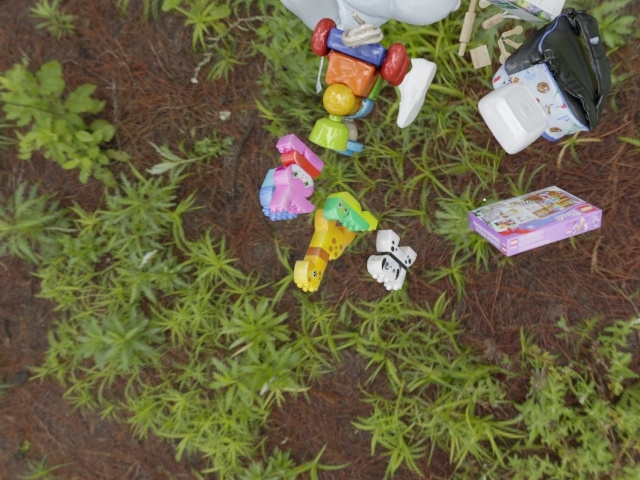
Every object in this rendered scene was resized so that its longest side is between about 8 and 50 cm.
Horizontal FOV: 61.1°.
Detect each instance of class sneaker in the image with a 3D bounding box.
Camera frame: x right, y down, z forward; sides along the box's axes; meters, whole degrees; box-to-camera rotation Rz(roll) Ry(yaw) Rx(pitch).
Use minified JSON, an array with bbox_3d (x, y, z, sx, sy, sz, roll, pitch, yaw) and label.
[{"bbox_3d":[0.272,-0.454,1.667,0.094,0.080,0.212,27,99,19],"label":"sneaker"}]

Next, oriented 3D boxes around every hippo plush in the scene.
[{"bbox_3d":[0.081,-0.387,0.798,0.237,0.234,0.294,-5,93,25],"label":"hippo plush"}]

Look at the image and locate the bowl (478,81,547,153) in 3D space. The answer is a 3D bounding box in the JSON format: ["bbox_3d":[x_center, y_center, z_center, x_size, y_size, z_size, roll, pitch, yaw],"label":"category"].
[{"bbox_3d":[0.419,-0.269,1.156,0.142,0.142,0.053,57,150,1],"label":"bowl"}]

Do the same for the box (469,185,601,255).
[{"bbox_3d":[0.602,-0.061,1.538,0.293,0.201,0.057,-16,119,-10],"label":"box"}]

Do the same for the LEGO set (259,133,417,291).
[{"bbox_3d":[0.000,0.000,0.582,0.087,0.227,0.093,-3,57,45],"label":"LEGO set"}]

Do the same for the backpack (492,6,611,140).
[{"bbox_3d":[0.573,-0.380,1.331,0.263,0.276,0.213,50,149,-11],"label":"backpack"}]

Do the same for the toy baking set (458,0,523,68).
[{"bbox_3d":[0.517,-0.634,1.594,0.197,0.030,0.256,11,112,15],"label":"toy baking set"}]

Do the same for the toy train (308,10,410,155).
[{"bbox_3d":[0.025,-0.167,0.616,0.105,0.248,0.143,22,106,6],"label":"toy train"}]

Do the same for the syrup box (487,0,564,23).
[{"bbox_3d":[0.492,-0.618,1.336,0.093,0.237,0.096,37,116,53],"label":"syrup box"}]
